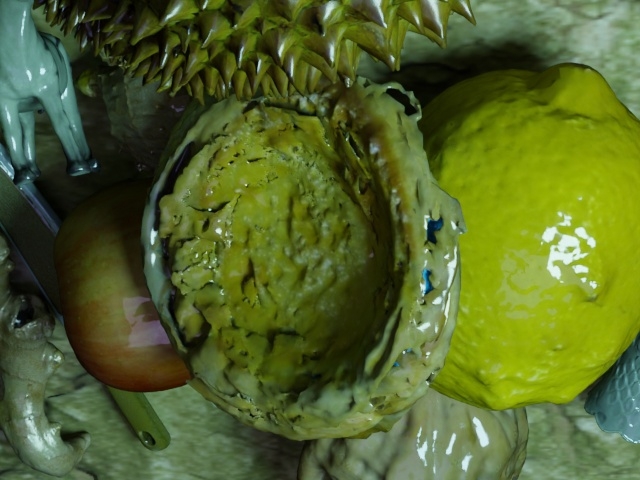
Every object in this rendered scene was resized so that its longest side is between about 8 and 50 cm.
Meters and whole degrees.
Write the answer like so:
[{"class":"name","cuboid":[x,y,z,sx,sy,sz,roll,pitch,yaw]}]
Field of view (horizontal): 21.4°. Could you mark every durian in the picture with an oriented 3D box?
[{"class":"durian","cuboid":[-0.024,-0.260,1.023,0.348,0.347,0.384,18,127,-9]}]

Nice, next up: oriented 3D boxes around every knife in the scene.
[{"class":"knife","cuboid":[-0.202,0.053,1.459,0.061,0.027,0.343,-9,125,30]}]

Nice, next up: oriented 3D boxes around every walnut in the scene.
[{"class":"walnut","cuboid":[0.078,0.180,1.431,0.198,0.198,0.245,12,135,-4]}]

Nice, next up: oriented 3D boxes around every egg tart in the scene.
[{"class":"egg tart","cuboid":[0.000,0.000,1.179,0.291,0.107,0.290,4,97,39]}]

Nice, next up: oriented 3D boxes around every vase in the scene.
[{"class":"vase","cuboid":[0.279,0.090,1.419,0.081,0.081,0.148,11,124,-3]}]

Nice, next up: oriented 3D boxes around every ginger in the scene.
[{"class":"ginger","cuboid":[-0.091,-0.117,1.276,0.216,0.102,0.157,0,120,18]},{"class":"ginger","cuboid":[-0.258,0.102,1.481,0.089,0.075,0.288,-5,124,17]}]

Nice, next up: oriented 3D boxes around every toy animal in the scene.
[{"class":"toy animal","cuboid":[-0.211,-0.130,1.240,0.073,0.217,0.176,-10,92,-7]}]

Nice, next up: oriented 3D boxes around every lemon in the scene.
[{"class":"lemon","cuboid":[0.146,-0.002,1.263,0.234,0.233,0.288,16,120,-7]}]

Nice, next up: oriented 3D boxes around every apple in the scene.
[{"class":"apple","cuboid":[-0.117,0.026,1.342,0.199,0.199,0.199,2,127,3]}]
